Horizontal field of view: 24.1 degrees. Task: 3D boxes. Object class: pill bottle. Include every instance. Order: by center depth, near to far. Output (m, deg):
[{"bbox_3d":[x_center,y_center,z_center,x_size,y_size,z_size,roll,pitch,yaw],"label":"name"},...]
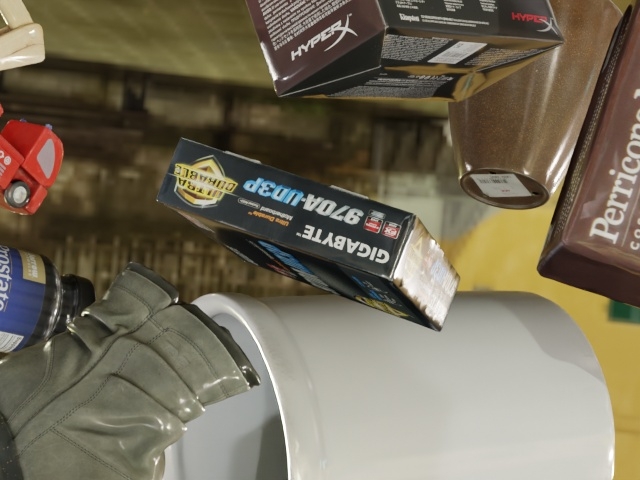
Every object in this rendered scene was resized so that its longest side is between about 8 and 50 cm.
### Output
[{"bbox_3d":[-0.377,0.064,1.729,0.219,0.123,0.123,16,175,-33],"label":"pill bottle"}]

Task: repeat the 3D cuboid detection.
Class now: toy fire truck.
[{"bbox_3d":[-0.232,-0.120,1.031,0.047,0.135,0.192,14,157,38],"label":"toy fire truck"}]

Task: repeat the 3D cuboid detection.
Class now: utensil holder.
[{"bbox_3d":[0.066,0.210,1.572,0.385,0.328,0.327,-2,-176,-28],"label":"utensil holder"}]

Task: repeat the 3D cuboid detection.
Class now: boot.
[{"bbox_3d":[-0.097,0.111,0.822,0.246,0.161,0.083,44,165,40],"label":"boot"}]

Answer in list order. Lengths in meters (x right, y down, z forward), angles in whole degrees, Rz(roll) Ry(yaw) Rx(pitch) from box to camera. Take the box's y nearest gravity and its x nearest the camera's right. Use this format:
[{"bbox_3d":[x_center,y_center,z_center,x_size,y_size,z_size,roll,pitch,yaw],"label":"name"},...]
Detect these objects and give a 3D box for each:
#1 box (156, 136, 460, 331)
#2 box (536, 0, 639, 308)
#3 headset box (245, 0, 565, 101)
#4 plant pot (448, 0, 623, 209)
[{"bbox_3d":[0.000,0.000,1.085,0.175,0.051,0.220,19,173,16],"label":"box"},{"bbox_3d":[0.353,-0.014,0.969,0.381,0.191,0.143,18,172,6],"label":"box"},{"bbox_3d":[0.030,-0.254,1.073,0.110,0.293,0.218,-27,166,38],"label":"headset box"},{"bbox_3d":[0.235,-0.162,1.766,0.215,0.230,0.215,12,158,5],"label":"plant pot"}]
